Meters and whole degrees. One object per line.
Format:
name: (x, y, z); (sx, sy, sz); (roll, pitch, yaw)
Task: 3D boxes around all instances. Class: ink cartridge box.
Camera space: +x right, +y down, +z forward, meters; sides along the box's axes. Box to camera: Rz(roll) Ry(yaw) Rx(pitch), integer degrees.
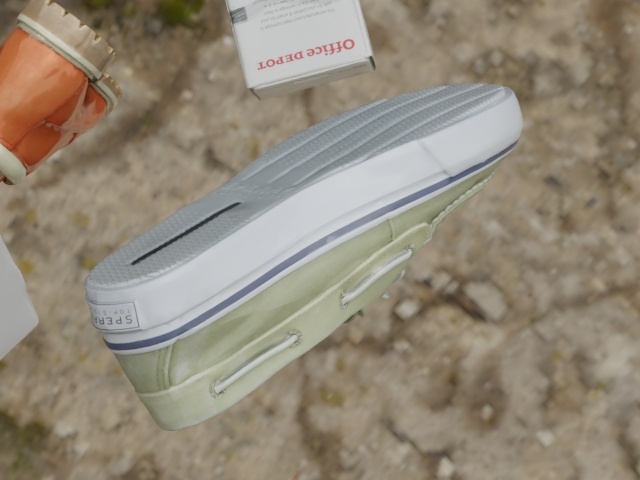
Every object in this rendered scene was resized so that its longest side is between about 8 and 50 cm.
ink cartridge box: (-0.021, -0.185, 1.376); (0.099, 0.056, 0.135); (-14, 83, 4)

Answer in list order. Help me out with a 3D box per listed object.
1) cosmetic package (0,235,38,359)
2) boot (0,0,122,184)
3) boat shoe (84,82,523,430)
cosmetic package: (-0.490, -0.051, 1.683); (0.453, 0.230, 0.161); (39, 73, 18)
boot: (-0.141, -0.063, 0.866); (0.059, 0.158, 0.084); (34, 84, 0)
boat shoe: (0.000, 0.000, 1.011); (0.302, 0.109, 0.094); (-30, 114, -30)
